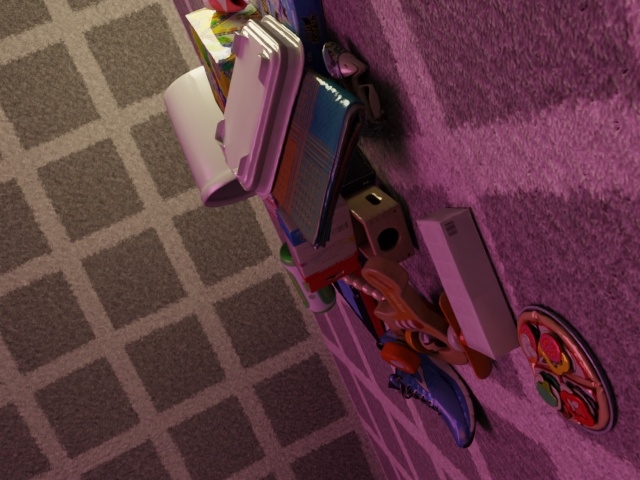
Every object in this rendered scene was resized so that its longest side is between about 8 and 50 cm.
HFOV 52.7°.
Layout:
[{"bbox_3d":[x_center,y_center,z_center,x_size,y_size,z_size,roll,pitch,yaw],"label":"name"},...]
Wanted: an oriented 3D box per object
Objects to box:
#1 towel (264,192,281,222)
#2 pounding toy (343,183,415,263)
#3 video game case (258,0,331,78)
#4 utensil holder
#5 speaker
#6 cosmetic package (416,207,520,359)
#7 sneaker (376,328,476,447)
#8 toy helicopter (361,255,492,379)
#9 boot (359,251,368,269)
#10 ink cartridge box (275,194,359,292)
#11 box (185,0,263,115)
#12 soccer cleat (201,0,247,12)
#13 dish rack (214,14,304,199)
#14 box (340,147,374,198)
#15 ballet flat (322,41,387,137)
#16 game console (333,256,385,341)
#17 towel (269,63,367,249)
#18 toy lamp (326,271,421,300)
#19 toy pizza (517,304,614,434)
[{"bbox_3d":[-0.125,-0.125,1.539,0.197,0.029,0.144,66,171,-25],"label":"towel"},{"bbox_3d":[0.144,0.012,1.330,0.181,0.094,0.206,48,163,58],"label":"pounding toy"},{"bbox_3d":[-0.070,-0.488,1.303,0.244,0.061,0.270,58,168,39],"label":"video game case"},{"bbox_3d":[-0.311,-0.351,2.159,0.327,0.327,0.386,116,130,-78],"label":"utensil holder"},{"bbox_3d":[-0.039,0.122,2.209,0.131,0.131,0.297,54,172,46],"label":"speaker"},{"bbox_3d":[0.240,0.065,1.048,0.239,0.060,0.099,66,168,-9],"label":"cosmetic package"},{"bbox_3d":[0.238,0.337,1.490,0.330,0.147,0.130,57,168,34],"label":"sneaker"},{"bbox_3d":[0.189,0.144,1.210,0.235,0.140,0.355,15,155,42],"label":"toy helicopter"},{"bbox_3d":[0.144,0.074,1.642,0.099,0.045,0.121,49,164,39],"label":"boot"},{"bbox_3d":[0.000,0.000,1.369,0.078,0.134,0.231,56,169,36],"label":"ink cartridge box"},{"bbox_3d":[-0.205,-0.456,1.757,0.279,0.177,0.290,58,168,40],"label":"box"},{"bbox_3d":[-0.247,-0.724,1.592,0.116,0.108,0.318,18,132,24],"label":"soccer cleat"},{"bbox_3d":[-0.142,-0.280,1.333,0.285,0.072,0.333,54,135,51],"label":"dish rack"},{"bbox_3d":[-0.019,-0.151,1.530,0.294,0.182,0.296,58,169,26],"label":"box"},{"bbox_3d":[0.067,-0.277,1.147,0.188,0.070,0.070,63,170,-2],"label":"ballet flat"},{"bbox_3d":[0.075,0.115,2.049,0.386,0.060,0.342,51,163,55],"label":"game console"},{"bbox_3d":[-0.035,-0.186,1.227,0.370,0.040,0.272,51,131,53],"label":"towel"},{"bbox_3d":[0.095,0.102,1.475,0.274,0.080,0.080,26,156,17],"label":"toy lamp"},{"bbox_3d":[0.338,0.187,0.924,0.201,0.032,0.201,61,170,19],"label":"toy pizza"}]
